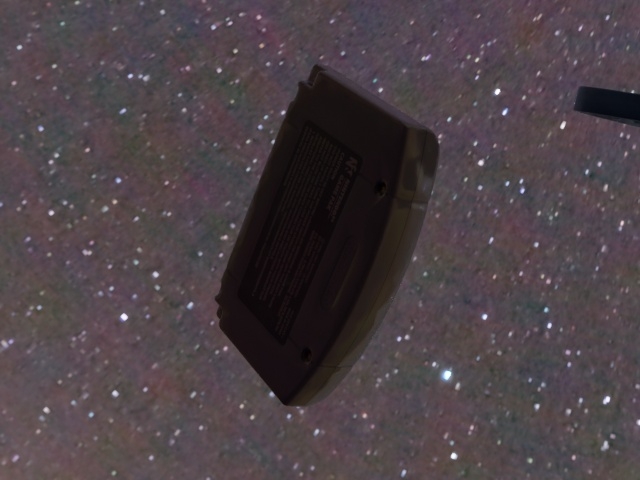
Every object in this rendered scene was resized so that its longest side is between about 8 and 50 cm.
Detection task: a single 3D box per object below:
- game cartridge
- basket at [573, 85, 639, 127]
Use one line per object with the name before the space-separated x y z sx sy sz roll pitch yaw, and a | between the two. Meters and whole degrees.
game cartridge | 0.000 0.000 0.826 0.196 0.060 0.294 45 -62 48
basket | 0.414 -0.098 0.797 0.289 0.255 0.201 26 -71 46
